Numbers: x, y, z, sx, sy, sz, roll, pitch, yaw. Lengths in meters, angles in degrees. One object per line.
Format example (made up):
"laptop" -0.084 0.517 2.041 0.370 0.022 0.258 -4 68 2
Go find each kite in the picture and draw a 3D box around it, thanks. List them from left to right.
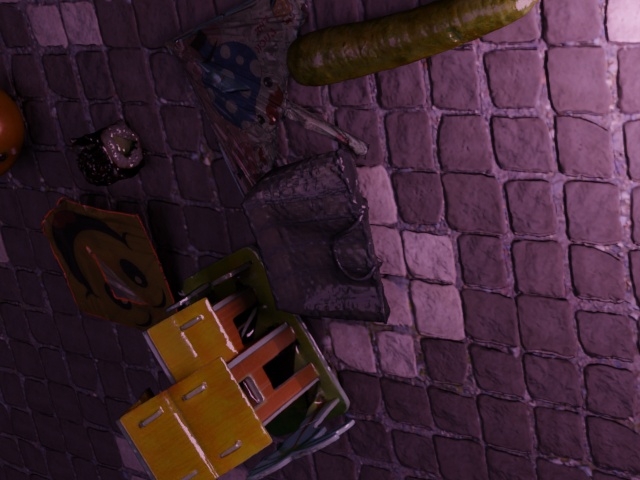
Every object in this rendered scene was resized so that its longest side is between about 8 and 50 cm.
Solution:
"kite" -0.340 0.060 2.030 0.327 0.013 0.377 45 143 -1
"kite" -0.081 -0.202 1.696 0.368 0.014 0.406 30 129 23

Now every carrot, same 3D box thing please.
"carrot" 0.107 -0.252 1.471 0.359 0.074 0.074 -9 107 37

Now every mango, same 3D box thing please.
"mango" -0.604 -0.184 2.062 0.255 0.139 0.175 -1 101 49

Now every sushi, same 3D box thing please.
"sushi" -0.335 -0.133 1.888 0.084 0.098 0.094 -16 100 43

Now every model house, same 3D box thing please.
"model house" -0.133 0.202 1.749 0.340 0.324 0.300 -27 96 45

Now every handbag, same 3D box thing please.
"handbag" 0.000 0.000 1.691 0.175 0.088 0.270 -2 117 29
